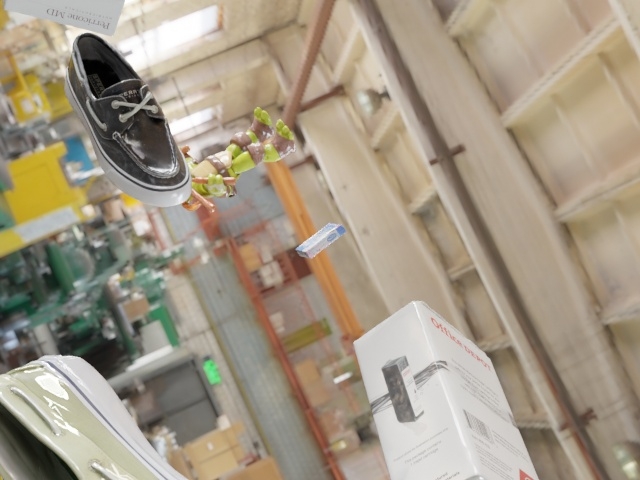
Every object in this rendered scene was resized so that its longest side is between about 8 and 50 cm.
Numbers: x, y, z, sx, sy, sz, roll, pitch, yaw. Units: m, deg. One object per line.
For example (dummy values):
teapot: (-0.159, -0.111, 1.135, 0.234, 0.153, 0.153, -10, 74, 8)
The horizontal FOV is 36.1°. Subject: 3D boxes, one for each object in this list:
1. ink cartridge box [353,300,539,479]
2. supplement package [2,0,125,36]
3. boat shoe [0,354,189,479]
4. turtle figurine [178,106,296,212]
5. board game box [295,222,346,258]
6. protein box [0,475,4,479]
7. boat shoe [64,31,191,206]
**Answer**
ink cartridge box: (0.164, 0.239, 1.239, 0.197, 0.114, 0.273, 39, 25, -39)
supplement package: (-0.208, -0.290, 0.864, 0.179, 0.105, 0.105, 121, -31, -41)
boat shoe: (-0.147, 0.204, 0.703, 0.302, 0.094, 0.109, 41, -61, 26)
turtle figurine: (-0.144, -0.107, 1.493, 0.269, 0.217, 0.087, 28, -31, 60)
board game box: (0.000, 0.000, 1.936, 0.020, 0.090, 0.090, 54, -11, -11)
protein box: (-0.533, 0.363, 1.568, 0.201, 0.136, 0.200, -30, -83, 38)
boat shoe: (-0.267, -0.175, 1.362, 0.301, 0.108, 0.102, 55, -33, 30)
